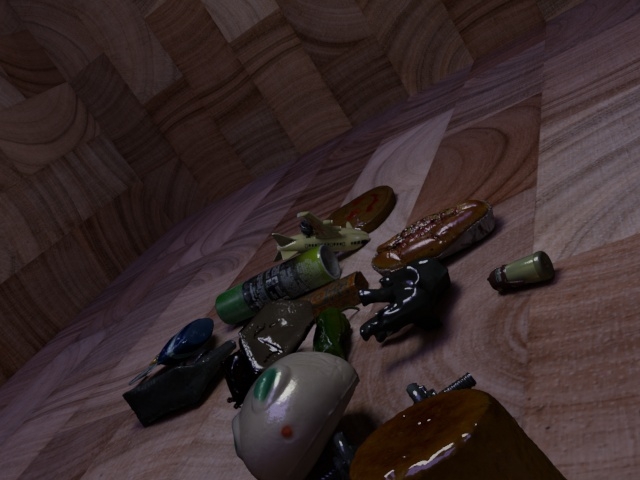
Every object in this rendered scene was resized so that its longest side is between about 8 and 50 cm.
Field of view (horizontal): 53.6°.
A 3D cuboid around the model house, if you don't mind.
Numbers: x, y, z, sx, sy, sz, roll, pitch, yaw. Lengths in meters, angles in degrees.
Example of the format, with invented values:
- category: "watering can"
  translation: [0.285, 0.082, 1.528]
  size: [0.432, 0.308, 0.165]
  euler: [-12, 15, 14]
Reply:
- category: "model house"
  translation: [-0.088, 0.217, 1.185]
  size: [0.141, 0.164, 0.203]
  euler: [22, 41, 25]

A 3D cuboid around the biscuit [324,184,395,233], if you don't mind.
- category: "biscuit"
  translation: [0.093, -0.067, 1.772]
  size: [0.257, 0.049, 0.273]
  euler: [-28, 15, 20]

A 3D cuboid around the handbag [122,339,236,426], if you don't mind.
- category: "handbag"
  translation: [-0.315, 0.311, 1.412]
  size: [0.270, 0.088, 0.175]
  euler: [-30, 5, 28]

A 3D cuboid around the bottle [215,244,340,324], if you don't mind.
- category: "bottle"
  translation: [-0.111, 0.113, 1.552]
  size: [0.330, 0.093, 0.093]
  euler: [-26, 18, 25]

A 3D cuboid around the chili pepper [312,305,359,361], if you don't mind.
- category: "chili pepper"
  translation: [0.020, 0.171, 1.188]
  size: [0.072, 0.073, 0.204]
  euler: [-43, 11, 19]

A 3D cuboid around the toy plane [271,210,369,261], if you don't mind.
- category: "toy plane"
  translation: [0.000, 0.000, 1.584]
  size: [0.244, 0.229, 0.092]
  euler: [-12, 51, -12]

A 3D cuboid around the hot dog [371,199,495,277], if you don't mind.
- category: "hot dog"
  translation: [0.224, -0.002, 1.274]
  size: [0.268, 0.075, 0.144]
  euler: [-27, 14, 13]

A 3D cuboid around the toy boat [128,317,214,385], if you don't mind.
- category: "toy boat"
  translation: [-0.381, 0.299, 1.592]
  size: [0.291, 0.067, 0.220]
  euler: [-42, -3, 28]

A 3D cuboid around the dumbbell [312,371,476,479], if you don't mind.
- category: "dumbbell"
  translation: [0.089, 0.246, 0.801]
  size: [0.254, 0.081, 0.081]
  euler: [-35, 16, -2]

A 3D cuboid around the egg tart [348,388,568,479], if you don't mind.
- category: "egg tart"
  translation: [0.130, 0.243, 0.580]
  size: [0.215, 0.170, 0.215]
  euler: [-29, 1, 0]

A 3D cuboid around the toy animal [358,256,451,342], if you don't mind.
- category: "toy animal"
  translation: [0.140, 0.094, 1.083]
  size: [0.146, 0.114, 0.245]
  euler: [-24, 19, 33]

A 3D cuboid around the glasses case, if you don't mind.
- category: "glasses case"
  translation: [-0.004, 0.135, 1.362]
  size: [0.218, 0.049, 0.075]
  euler: [-27, 18, 22]

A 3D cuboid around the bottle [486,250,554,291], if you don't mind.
- category: "bottle"
  translation: [0.314, 0.053, 1.003]
  size: [0.101, 0.047, 0.063]
  euler: [-26, -19, 39]

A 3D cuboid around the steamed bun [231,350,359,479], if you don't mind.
- category: "steamed bun"
  translation: [-0.041, 0.238, 0.884]
  size: [0.177, 0.131, 0.228]
  euler: [-61, -8, 24]
